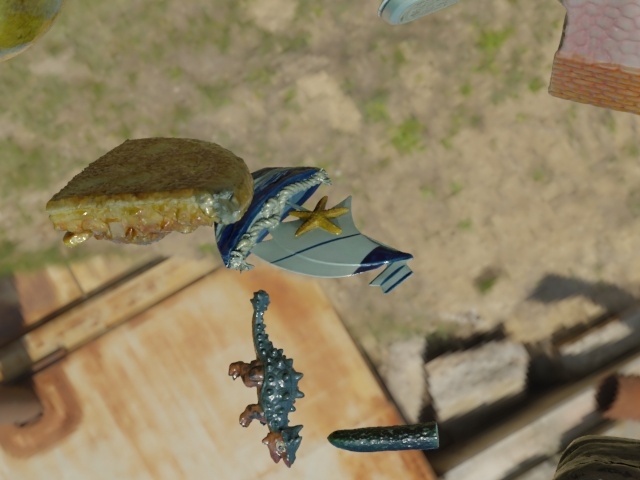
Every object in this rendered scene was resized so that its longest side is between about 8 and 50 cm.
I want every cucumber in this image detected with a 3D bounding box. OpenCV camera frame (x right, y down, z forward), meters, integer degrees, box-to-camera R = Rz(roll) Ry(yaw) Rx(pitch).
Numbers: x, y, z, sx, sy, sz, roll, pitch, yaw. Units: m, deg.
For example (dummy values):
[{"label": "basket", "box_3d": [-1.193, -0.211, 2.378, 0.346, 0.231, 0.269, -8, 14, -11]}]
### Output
[{"label": "cucumber", "box_3d": [0.073, 0.234, 1.635, 0.133, 0.032, 0.032, -4, 180, 7]}]

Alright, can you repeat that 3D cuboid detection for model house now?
[{"label": "model house", "box_3d": [0.407, -0.301, 1.840, 0.237, 0.202, 0.237, -71, 167, -46]}]

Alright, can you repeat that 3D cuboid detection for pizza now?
[{"label": "pizza", "box_3d": [-0.174, -0.072, 1.738, 0.268, 0.087, 0.258, -5, -156, 24]}]

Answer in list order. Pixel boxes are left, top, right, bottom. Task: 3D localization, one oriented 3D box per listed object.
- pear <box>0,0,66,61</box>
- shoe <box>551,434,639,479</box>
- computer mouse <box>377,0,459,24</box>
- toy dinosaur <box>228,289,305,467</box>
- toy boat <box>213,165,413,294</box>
[{"label": "pear", "box_3d": [-0.434, -0.358, 1.635, 0.304, 0.304, 0.304, -30, 177, -2]}, {"label": "shoe", "box_3d": [0.527, 0.405, 2.039, 0.384, 0.171, 0.237, 12, -166, 13]}, {"label": "computer mouse", "box_3d": [0.201, -0.394, 1.893, 0.288, 0.097, 0.159, -23, 178, -4]}, {"label": "toy dinosaur", "box_3d": [-0.044, 0.118, 1.177, 0.055, 0.154, 0.049, -13, 173, 34]}, {"label": "toy boat", "box_3d": [0.000, 0.000, 1.849, 0.220, 0.291, 0.067, -43, 148, -33]}]
